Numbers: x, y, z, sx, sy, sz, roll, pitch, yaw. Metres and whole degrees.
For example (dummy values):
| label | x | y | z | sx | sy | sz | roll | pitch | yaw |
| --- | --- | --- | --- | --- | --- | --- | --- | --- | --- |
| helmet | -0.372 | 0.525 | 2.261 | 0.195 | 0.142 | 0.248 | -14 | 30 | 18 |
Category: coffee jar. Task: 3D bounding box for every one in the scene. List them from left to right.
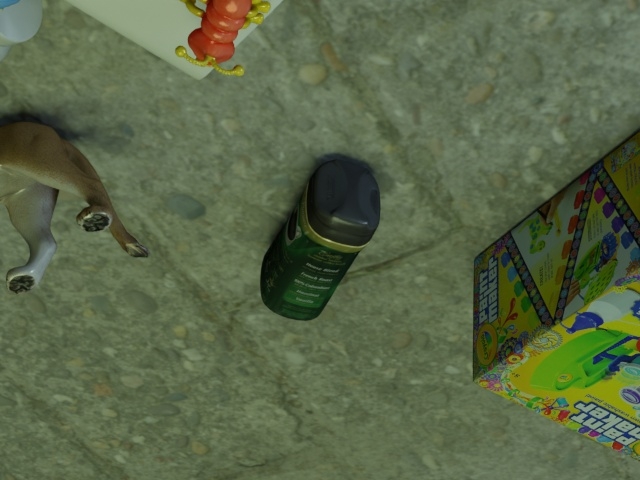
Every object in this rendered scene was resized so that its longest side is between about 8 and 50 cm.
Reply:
| label | x | y | z | sx | sy | sz | roll | pitch | yaw |
| --- | --- | --- | --- | --- | --- | --- | --- | --- | --- |
| coffee jar | 0.000 | 0.000 | 1.566 | 0.079 | 0.096 | 0.184 | 15 | 140 | -16 |

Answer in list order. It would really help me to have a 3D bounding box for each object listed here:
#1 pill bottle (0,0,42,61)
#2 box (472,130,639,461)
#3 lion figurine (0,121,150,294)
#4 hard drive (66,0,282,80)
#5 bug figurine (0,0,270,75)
| label | x | y | z | sx | sy | sz | roll | pitch | yaw |
| --- | --- | --- | --- | --- | --- | --- | --- | --- | --- |
| pill bottle | -0.346 | -0.200 | 1.336 | 0.184 | 0.103 | 0.103 | -10 | 139 | 35 |
| box | 0.361 | 0.076 | 1.559 | 0.290 | 0.177 | 0.279 | 26 | 136 | -23 |
| lion figurine | -0.380 | -0.064 | 1.477 | 0.392 | 0.240 | 0.142 | 4 | 131 | -21 |
| hard drive | -0.184 | -0.301 | 1.271 | 0.353 | 0.047 | 0.233 | 30 | 134 | -25 |
| bug figurine | -0.157 | -0.247 | 1.213 | 0.279 | 0.072 | 0.216 | 12 | 130 | -16 |
